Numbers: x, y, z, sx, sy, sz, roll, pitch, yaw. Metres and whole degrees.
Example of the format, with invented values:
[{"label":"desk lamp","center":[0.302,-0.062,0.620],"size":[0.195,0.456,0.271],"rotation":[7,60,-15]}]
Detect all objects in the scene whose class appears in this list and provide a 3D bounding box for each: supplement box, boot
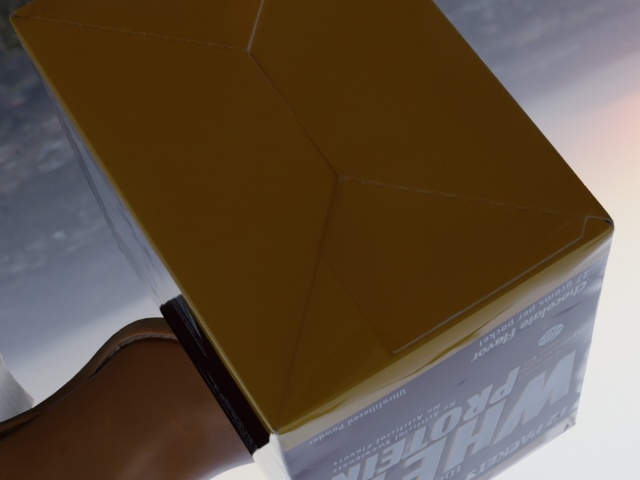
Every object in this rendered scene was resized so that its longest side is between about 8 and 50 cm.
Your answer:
[{"label":"supplement box","center":[0.000,0.000,0.574],"size":[0.129,0.191,0.194],"rotation":[-31,155,-9]},{"label":"boot","center":[-0.125,0.156,0.736],"size":[0.284,0.220,0.109],"rotation":[-2,145,15]}]
